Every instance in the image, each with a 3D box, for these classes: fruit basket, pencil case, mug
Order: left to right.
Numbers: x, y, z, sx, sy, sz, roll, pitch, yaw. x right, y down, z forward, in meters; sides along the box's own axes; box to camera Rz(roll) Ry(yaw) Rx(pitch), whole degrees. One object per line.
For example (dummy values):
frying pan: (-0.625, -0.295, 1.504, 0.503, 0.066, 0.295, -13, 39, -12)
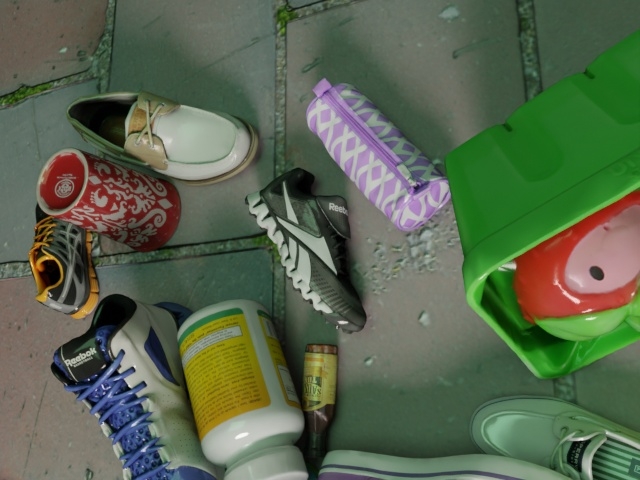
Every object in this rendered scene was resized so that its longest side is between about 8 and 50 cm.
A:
mug: (-0.304, -0.047, 0.847, 0.150, 0.169, 0.113, -30, 67, 16)
pencil case: (0.066, -0.102, 0.729, 0.086, 0.088, 0.206, -44, 62, 7)
fruit basket: (0.326, 0.020, 0.492, 0.392, 0.283, 0.392, -19, 53, 26)

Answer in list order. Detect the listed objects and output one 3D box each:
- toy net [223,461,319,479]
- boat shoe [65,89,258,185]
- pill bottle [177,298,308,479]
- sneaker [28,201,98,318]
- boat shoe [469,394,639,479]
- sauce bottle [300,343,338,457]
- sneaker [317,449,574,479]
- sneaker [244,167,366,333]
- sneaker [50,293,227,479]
toy net: (-0.105, 0.330, 0.731, 0.232, 0.045, 0.122, -10, 75, 25)
boat shoe: (-0.236, -0.150, 0.877, 0.302, 0.103, 0.113, 8, 81, 27)
pill bottle: (-0.086, 0.182, 0.697, 0.118, 0.117, 0.208, -33, 56, 15)
sneaker: (-0.399, 0.013, 0.928, 0.084, 0.083, 0.214, -34, 64, 16)
boat shoe: (0.248, 0.196, 0.573, 0.226, 0.076, 0.083, 6, 80, 27)
sauce bottle: (-0.002, 0.185, 0.716, 0.042, 0.042, 0.128, -4, 74, 25)
sneaker: (0.108, 0.291, 0.570, 0.282, 0.102, 0.161, -12, 36, 32)
sneaker: (0.000, 0.000, 0.741, 0.106, 0.078, 0.234, -42, 61, 14)
sneaker: (-0.224, 0.192, 0.714, 0.127, 0.182, 0.315, -28, 56, 15)
